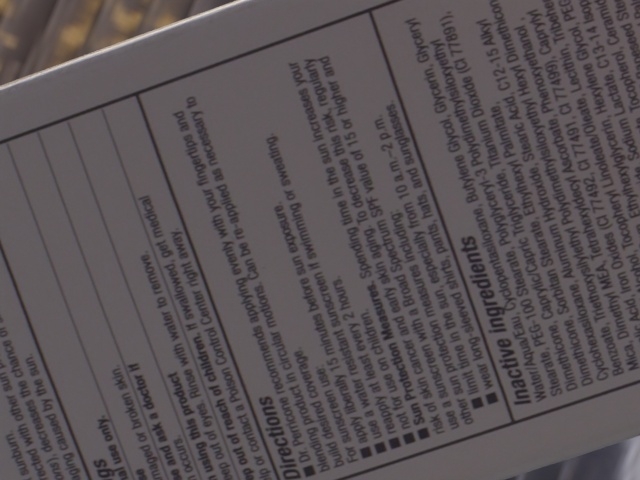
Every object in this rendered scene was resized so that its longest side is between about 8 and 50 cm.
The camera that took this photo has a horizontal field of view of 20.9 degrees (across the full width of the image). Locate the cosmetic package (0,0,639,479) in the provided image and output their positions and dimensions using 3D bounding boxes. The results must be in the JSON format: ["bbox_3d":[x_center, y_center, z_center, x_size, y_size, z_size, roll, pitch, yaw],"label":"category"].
[{"bbox_3d":[0.000,0.000,0.538,0.113,0.309,0.160,-69,-40,-80],"label":"cosmetic package"}]
